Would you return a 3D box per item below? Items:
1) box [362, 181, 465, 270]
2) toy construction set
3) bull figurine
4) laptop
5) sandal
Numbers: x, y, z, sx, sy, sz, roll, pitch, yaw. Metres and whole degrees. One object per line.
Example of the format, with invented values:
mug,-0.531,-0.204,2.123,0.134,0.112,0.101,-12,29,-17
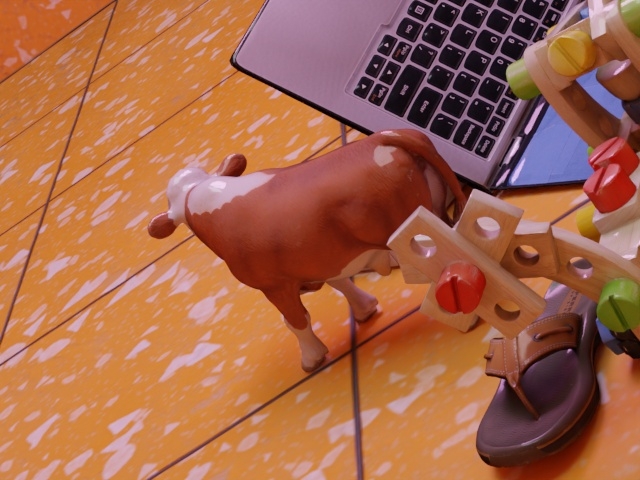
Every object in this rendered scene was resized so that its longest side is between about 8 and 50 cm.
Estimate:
box,0.046,-0.028,1.655,0.186,0.038,0.145,-7,36,54
toy construction set,0.185,-0.046,1.186,0.151,0.215,0.327,-18,28,46
bull figurine,0.000,0.000,1.445,0.310,0.188,0.101,-15,30,48
laptop,0.192,-0.257,1.517,0.382,0.408,0.236,-61,-6,-21
sandal,0.152,0.072,1.213,0.090,0.060,0.219,-21,26,40
